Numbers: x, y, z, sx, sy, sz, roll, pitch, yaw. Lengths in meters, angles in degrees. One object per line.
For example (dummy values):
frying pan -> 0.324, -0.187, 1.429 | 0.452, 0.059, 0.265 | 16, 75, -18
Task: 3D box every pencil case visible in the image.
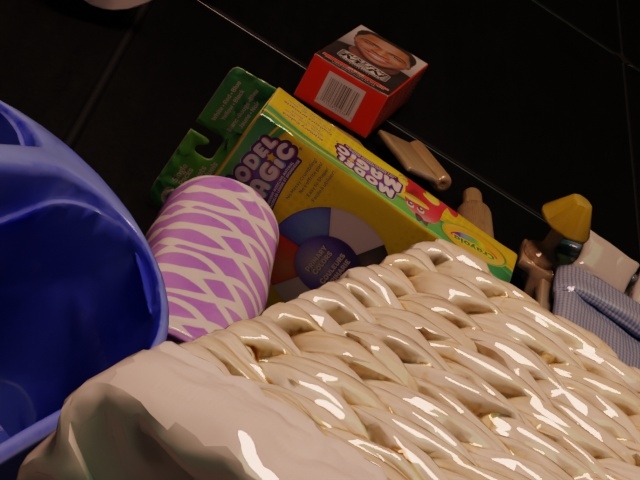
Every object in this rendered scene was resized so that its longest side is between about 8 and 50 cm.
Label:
pencil case -> -0.078, 0.040, 1.004 | 0.086, 0.088, 0.206 | 27, 30, -4

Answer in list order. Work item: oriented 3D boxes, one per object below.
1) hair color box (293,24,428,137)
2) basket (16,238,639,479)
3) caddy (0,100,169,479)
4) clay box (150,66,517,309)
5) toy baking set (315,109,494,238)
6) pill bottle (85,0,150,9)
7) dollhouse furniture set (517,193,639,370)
hair color box -> 0.035, -0.134, 1.424 | 0.072, 0.043, 0.141 | 31, 22, 5
basket -> 0.049, 0.215, 0.596 | 0.328, 0.331, 0.266 | 33, 25, 13
caddy -> -0.218, 0.027, 0.770 | 0.241, 0.179, 0.341 | 43, 28, 10
clay box -> 0.000, 0.000, 1.111 | 0.222, 0.127, 0.053 | 34, 29, -5
toy baking set -> 0.050, -0.028, 1.320 | 0.197, 0.030, 0.256 | 23, 24, -13
pill bottle -> -0.182, -0.280, 1.332 | 0.121, 0.121, 0.216 | 12, 37, -39
dollhouse furniture set -> 0.291, 0.088, 1.236 | 0.303, 0.198, 0.286 | 33, 28, -6
